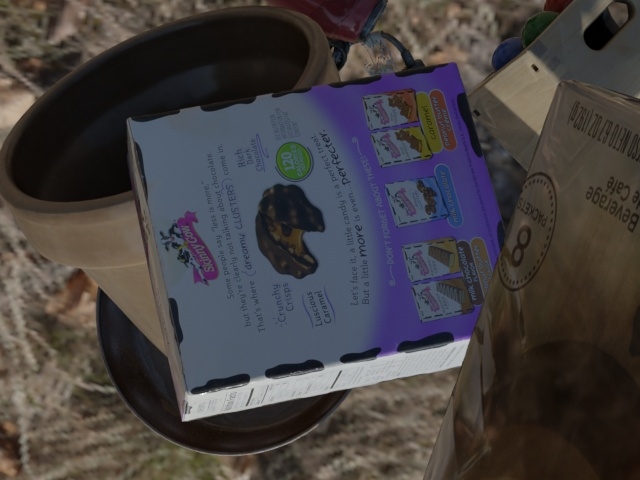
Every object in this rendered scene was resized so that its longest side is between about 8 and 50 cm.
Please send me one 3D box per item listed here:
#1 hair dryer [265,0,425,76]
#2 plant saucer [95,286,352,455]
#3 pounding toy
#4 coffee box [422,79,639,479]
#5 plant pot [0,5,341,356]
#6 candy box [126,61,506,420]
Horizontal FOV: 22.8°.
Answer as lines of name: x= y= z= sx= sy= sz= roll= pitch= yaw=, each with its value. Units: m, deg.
hair dryer: x=-0.024 y=-0.204 z=1.564 sx=0.293 sy=0.223 sz=0.080 roll=57 pitch=43 yaw=-28
plant saucer: x=-0.082 y=0.067 z=1.639 sx=0.311 sy=0.310 sz=0.050 roll=-72 pitch=160 yaw=-3
pounding toy: x=0.195 y=-0.144 z=1.215 sx=0.094 sy=0.206 sz=0.181 roll=45 pitch=69 yaw=-3
coffee box: x=0.094 y=0.127 z=0.412 sx=0.118 sy=0.168 sz=0.297 roll=13 pitch=102 yaw=-20
plant pot: x=-0.080 y=-0.017 z=1.207 sx=0.263 sy=0.263 sz=0.229 roll=-46 pitch=128 yaw=-29
candy box: x=0.000 y=0.000 z=0.899 sx=0.196 sy=0.070 sz=0.165 roll=-10 pitch=73 yaw=-10
